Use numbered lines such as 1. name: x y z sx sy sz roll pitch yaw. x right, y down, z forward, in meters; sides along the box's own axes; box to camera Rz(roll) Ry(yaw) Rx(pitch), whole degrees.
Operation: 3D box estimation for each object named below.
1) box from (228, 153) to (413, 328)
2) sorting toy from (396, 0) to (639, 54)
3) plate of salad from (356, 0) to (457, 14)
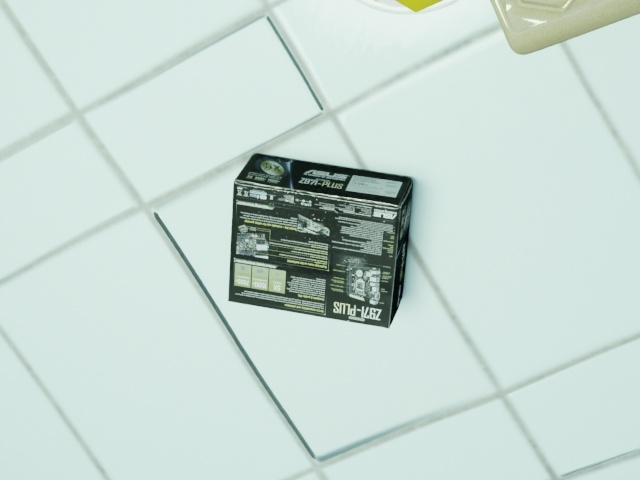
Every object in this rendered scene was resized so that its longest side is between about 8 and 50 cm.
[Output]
1. box: 0.000 0.000 1.663 0.180 0.077 0.147 9 117 10
2. sorting toy: 0.194 -0.282 1.453 0.307 0.041 0.229 -19 114 19
3. plate of salad: 0.078 -0.311 1.510 0.200 0.048 0.199 6 116 12
